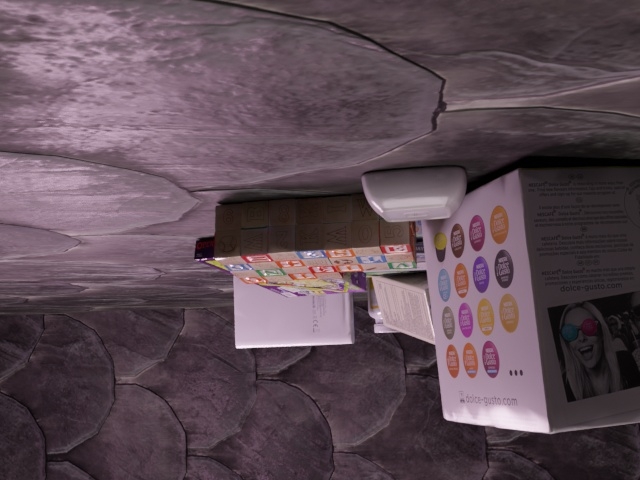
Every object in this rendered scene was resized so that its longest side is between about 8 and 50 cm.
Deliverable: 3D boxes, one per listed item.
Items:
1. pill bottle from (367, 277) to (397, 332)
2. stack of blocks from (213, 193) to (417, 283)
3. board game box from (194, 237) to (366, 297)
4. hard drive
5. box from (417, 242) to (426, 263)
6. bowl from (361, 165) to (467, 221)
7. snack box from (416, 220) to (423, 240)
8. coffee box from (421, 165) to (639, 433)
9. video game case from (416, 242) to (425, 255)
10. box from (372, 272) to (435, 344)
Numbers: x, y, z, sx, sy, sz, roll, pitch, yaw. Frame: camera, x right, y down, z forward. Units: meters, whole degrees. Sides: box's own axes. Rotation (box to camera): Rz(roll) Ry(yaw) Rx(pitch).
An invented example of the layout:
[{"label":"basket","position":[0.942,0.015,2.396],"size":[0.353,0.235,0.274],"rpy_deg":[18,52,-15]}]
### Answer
[{"label":"pill bottle","position":[0.175,0.148,2.171],"size":[0.103,0.184,0.103],"rpy_deg":[-2,173,0]},{"label":"stack of blocks","position":[0.000,0.000,1.311],"size":[0.297,0.087,0.171],"rpy_deg":[-4,163,11]},{"label":"board game box","position":[-0.074,0.055,1.729],"size":[0.208,0.056,0.347],"rpy_deg":[-2,163,31]},{"label":"hard drive","position":[-0.071,0.171,2.178],"size":[0.319,0.210,0.040],"rpy_deg":[-5,172,17]},{"label":"box","position":[0.170,0.043,1.877],"size":[0.322,0.058,0.232],"rpy_deg":[-4,172,28]},{"label":"bowl","position":[0.130,-0.060,1.136],"size":[0.142,0.053,0.142],"rpy_deg":[-4,171,9]},{"label":"snack box","position":[0.150,-0.017,1.502],"size":[0.100,0.037,0.141],"rpy_deg":[1,173,-26]},{"label":"coffee box","position":[0.375,0.084,1.202],"size":[0.338,0.334,0.338],"rpy_deg":[-3,172,-16]},{"label":"video game case","position":[0.200,0.020,1.545],"size":[0.274,0.026,0.196],"rpy_deg":[1,177,0]},{"label":"box","position":[0.249,0.143,2.009],"size":[0.127,0.148,0.232],"rpy_deg":[-22,-163,-24]}]
